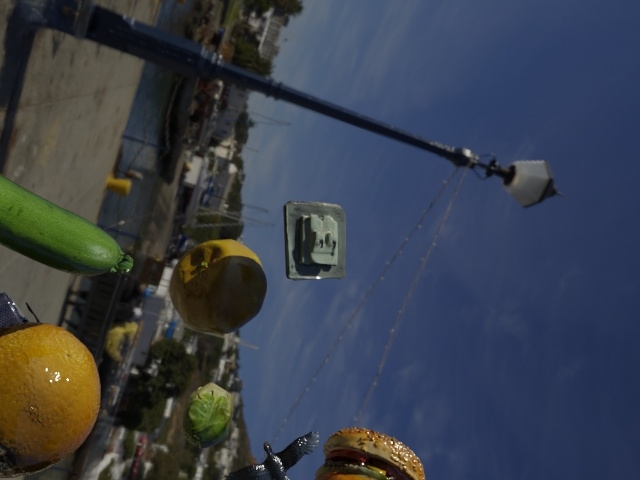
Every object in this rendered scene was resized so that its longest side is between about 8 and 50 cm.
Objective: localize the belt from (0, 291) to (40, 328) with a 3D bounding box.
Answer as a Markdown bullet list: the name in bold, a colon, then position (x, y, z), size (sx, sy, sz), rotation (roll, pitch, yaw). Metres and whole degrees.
- **belt**: position (-0.681, 0.206, 1.359), size (0.139, 0.126, 0.230), rotation (48, -24, 25)

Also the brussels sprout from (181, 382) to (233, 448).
- **brussels sprout**: position (-0.336, 0.525, 1.842), size (0.180, 0.161, 0.144), rotation (-51, -161, -29)

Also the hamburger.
- **hamburger**: position (0.142, 0.717, 1.829), size (0.330, 0.330, 0.250), rotation (-57, -171, 50)

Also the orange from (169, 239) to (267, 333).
- **orange**: position (-0.290, 0.126, 1.742), size (0.235, 0.279, 0.279), rotation (62, 37, -63)

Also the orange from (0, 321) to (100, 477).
- **orange**: position (-0.531, 0.284, 1.102), size (0.274, 0.274, 0.274), rotation (-162, -90, -77)

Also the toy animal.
- **toy animal**: position (-0.096, 0.480, 1.316), size (0.062, 0.220, 0.107), rotation (-133, -156, -65)

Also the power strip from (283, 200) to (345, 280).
- **power strip**: position (0.000, 0.000, 1.637), size (0.065, 0.198, 0.213), rotation (-4, -93, 54)

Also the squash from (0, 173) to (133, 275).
- **squash**: position (-0.441, -0.014, 0.990), size (0.379, 0.101, 0.101), rotation (41, 59, -58)
